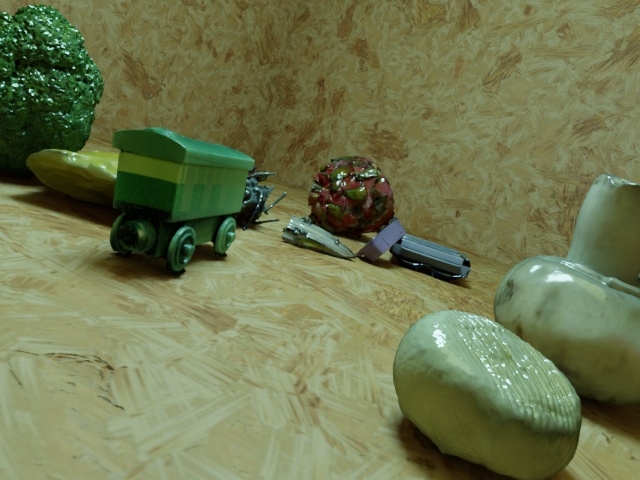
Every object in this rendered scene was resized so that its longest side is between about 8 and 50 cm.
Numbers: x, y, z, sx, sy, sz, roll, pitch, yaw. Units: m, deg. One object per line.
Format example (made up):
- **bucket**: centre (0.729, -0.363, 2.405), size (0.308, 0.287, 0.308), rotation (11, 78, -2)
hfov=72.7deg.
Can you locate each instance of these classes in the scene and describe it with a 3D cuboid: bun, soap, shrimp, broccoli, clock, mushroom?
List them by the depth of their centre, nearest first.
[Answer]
- **bun**: centre (0.155, 0.151, 0.423), size (0.188, 0.110, 0.164), rotation (16, 26, -27)
- **mushroom**: centre (0.444, 0.073, 0.685), size (0.315, 0.335, 0.314), rotation (12, 17, -4)
- **broccoli**: centre (-0.619, -0.304, 0.894), size (0.322, 0.309, 0.413), rotation (-17, -10, -16)
- **soap**: centre (-0.401, -0.125, 0.964), size (0.307, 0.115, 0.427), rotation (12, 9, -1)
- **shrimp**: centre (-0.204, -0.120, 1.209), size (0.222, 0.166, 0.410), rotation (36, -6, -6)
- **clock**: centre (0.171, 0.008, 1.230), size (0.050, 0.110, 0.153), rotation (50, 49, 6)
- **clock**: centre (0.332, 0.051, 1.355), size (0.254, 0.083, 0.186), rotation (19, 9, 10)

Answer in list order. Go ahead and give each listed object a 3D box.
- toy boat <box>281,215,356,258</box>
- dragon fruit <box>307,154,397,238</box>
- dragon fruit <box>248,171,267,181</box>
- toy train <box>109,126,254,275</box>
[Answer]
- **toy boat**: centre (0.000, 0.000, 1.138), size (0.211, 0.066, 0.084), rotation (26, 43, -3)
- **dragon fruit**: centre (0.075, -0.136, 1.560), size (0.263, 0.295, 0.314), rotation (-23, 29, -18)
- **dragon fruit**: centre (-0.319, -0.188, 1.458), size (0.283, 0.146, 0.211), rotation (15, 0, -34)
- **toy train**: centre (-0.214, -0.067, 0.708), size (0.120, 0.202, 0.301), rotation (14, 9, 10)
